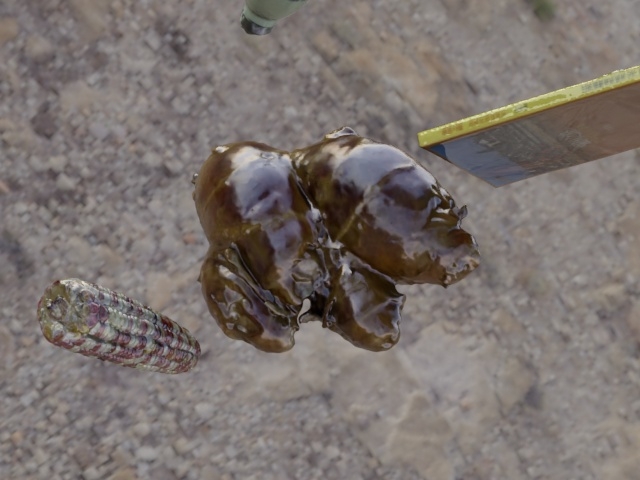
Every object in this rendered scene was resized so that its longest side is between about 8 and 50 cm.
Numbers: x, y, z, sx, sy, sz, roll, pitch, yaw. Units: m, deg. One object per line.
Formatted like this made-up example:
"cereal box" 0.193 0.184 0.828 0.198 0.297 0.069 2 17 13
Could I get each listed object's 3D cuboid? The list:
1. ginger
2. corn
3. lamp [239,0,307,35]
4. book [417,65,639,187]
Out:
"ginger" 0.011 -0.004 1.545 0.152 0.358 0.274 76 16 -53
"corn" -0.208 0.100 1.404 0.237 0.079 0.079 33 38 -58
"lamp" -0.042 -0.372 1.760 0.101 0.250 0.101 18 43 -18
"book" 0.321 -0.134 1.419 0.262 0.374 0.028 15 63 -65
